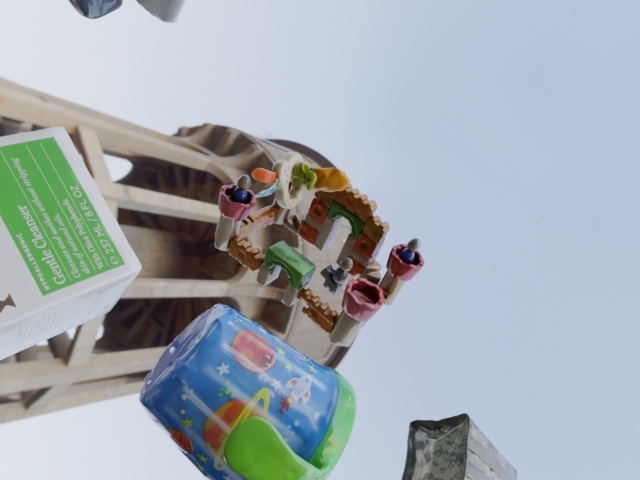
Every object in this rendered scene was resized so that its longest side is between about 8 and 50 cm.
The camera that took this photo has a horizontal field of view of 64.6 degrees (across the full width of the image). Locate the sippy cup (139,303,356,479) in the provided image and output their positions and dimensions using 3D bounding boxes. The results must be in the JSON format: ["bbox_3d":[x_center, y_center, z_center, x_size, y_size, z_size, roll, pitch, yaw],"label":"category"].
[{"bbox_3d":[-0.109,0.215,0.686,0.224,0.240,0.305,45,-45,-13],"label":"sippy cup"}]

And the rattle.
[{"bbox_3d":[-0.039,-0.118,1.065,0.142,0.199,0.130,27,-84,14],"label":"rattle"}]

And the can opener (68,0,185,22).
[{"bbox_3d":[-0.092,-0.223,0.289,0.076,0.095,0.283,48,-32,-9],"label":"can opener"}]

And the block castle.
[{"bbox_3d":[0.000,0.000,1.205,0.453,0.303,0.213,37,-53,18],"label":"block castle"}]

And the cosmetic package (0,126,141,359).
[{"bbox_3d":[-0.395,0.042,0.479,0.155,0.365,0.197,-37,-96,47],"label":"cosmetic package"}]

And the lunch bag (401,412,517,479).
[{"bbox_3d":[0.272,0.529,0.987,0.169,0.287,0.235,-23,-62,36],"label":"lunch bag"}]
